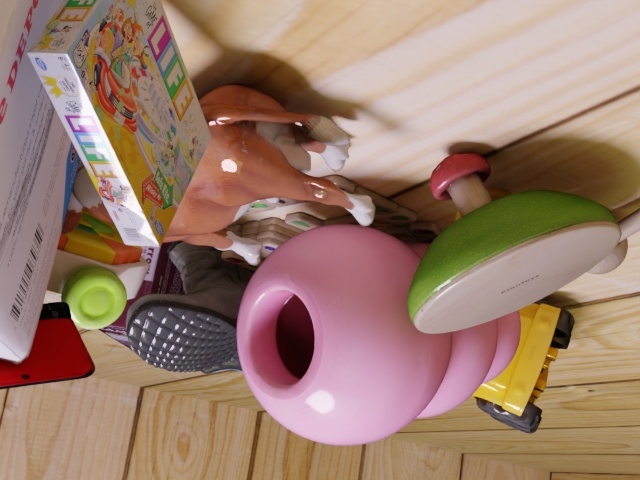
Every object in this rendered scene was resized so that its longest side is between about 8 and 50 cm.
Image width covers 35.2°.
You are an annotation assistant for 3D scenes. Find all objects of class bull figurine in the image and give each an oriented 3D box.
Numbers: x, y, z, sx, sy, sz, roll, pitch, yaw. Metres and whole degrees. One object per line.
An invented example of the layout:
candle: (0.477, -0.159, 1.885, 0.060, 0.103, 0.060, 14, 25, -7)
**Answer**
bull figurine: (-0.098, -0.049, 0.842, 0.188, 0.101, 0.310, 14, 166, -31)

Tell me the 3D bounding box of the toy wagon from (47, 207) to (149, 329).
toy wagon: (-0.332, -0.024, 0.940, 0.344, 0.068, 0.267, 21, -172, -35)

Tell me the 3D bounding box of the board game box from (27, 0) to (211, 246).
board game box: (-0.115, -0.085, 0.615, 0.026, 0.103, 0.154, 3, 140, 19)

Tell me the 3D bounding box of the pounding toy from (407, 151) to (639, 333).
pounding toy: (0.165, -0.019, 0.843, 0.236, 0.110, 0.183, -17, 159, -18)

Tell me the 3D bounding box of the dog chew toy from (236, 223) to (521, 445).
dog chew toy: (0.078, 0.089, 1.004, 0.206, 0.207, 0.331, -7, 174, 43)

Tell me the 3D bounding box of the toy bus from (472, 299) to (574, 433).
toy bus: (0.197, 0.139, 1.276, 0.211, 0.150, 0.220, 18, 170, 17)

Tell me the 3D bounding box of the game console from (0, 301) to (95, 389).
game console: (-0.270, 0.101, 0.813, 0.144, 0.085, 0.124, -3, 153, -29)

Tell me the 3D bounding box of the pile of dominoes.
pile of dominoes: (0.000, 0.000, 1.060, 0.196, 0.040, 0.251, 22, 160, -37)

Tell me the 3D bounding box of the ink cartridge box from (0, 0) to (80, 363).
ink cartridge box: (-0.244, -0.061, 0.648, 0.129, 0.223, 0.307, 13, 164, -4)

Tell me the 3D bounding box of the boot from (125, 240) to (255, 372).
boot: (-0.136, 0.061, 1.109, 0.246, 0.161, 0.083, 14, 123, -48)

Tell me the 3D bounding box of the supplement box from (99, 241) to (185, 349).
supplement box: (-0.203, 0.075, 1.269, 0.073, 0.130, 0.239, 6, 163, 11)

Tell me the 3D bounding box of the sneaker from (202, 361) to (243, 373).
sneaker: (-0.008, 0.143, 1.329, 0.340, 0.140, 0.125, 21, -161, -19)
